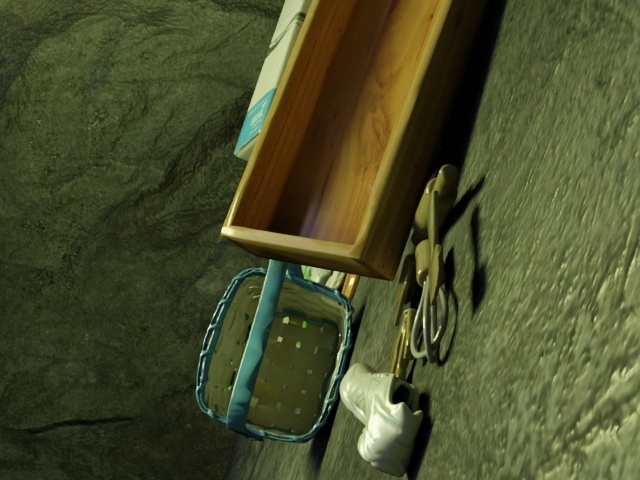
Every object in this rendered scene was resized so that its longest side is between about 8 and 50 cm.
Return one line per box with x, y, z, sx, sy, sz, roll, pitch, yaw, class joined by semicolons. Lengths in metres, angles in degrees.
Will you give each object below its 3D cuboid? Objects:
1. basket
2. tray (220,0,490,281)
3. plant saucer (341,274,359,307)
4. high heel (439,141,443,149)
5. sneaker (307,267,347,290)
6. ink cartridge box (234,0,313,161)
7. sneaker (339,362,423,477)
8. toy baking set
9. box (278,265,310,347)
-0.064;0.158;1.267;0.289;0.201;0.254;91;-165;-68;basket
0.052;-0.168;1.033;0.076;0.203;0.410;33;-108;-47;tray
0.048;0.068;1.482;0.083;0.013;0.083;-162;90;-87;plant saucer
0.102;-0.072;1.154;0.082;0.117;0.244;-37;-32;-26;high heel
0.000;0.000;1.656;0.110;0.122;0.283;118;169;-71;sneaker
0.035;-0.233;1.346;0.129;0.223;0.307;-28;43;66;ink cartridge box
0.058;0.138;0.789;0.061;0.054;0.152;-63;17;13;sneaker
0.099;0.034;0.836;0.256;0.030;0.196;101;178;-63;toy baking set
-0.034;0.097;1.843;0.114;0.103;0.203;-84;12;-72;box
